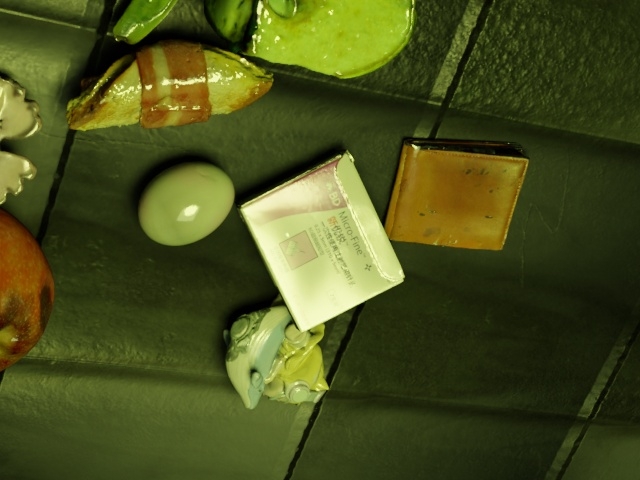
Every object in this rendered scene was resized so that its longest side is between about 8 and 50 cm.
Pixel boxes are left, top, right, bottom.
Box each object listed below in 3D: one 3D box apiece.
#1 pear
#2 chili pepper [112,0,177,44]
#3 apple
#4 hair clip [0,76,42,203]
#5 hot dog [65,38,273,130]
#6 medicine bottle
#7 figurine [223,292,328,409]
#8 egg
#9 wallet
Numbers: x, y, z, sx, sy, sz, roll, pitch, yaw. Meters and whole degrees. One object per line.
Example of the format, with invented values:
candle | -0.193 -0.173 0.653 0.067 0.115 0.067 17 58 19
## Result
pear | 0.012 -0.330 1.819 0.255 0.164 0.238 10 109 -31
chili pepper | -0.185 -0.325 1.814 0.052 0.050 0.202 29 110 -17
apple | -0.448 0.073 1.884 0.230 0.230 0.230 -10 125 -14
hair clip | -0.422 -0.186 1.801 0.173 0.069 0.300 6 119 -8
hot dog | -0.191 -0.201 1.868 0.261 0.093 0.123 -6 148 -14
medicine bottle | 0.000 0.000 2.042 0.171 0.052 0.201 -26 98 -5
figurine | -0.052 0.158 2.143 0.183 0.128 0.208 28 105 -35
egg | -0.178 -0.050 1.967 0.135 0.103 0.103 -30 128 -2
wallet | 0.192 -0.067 2.134 0.195 0.042 0.161 2 117 -19
